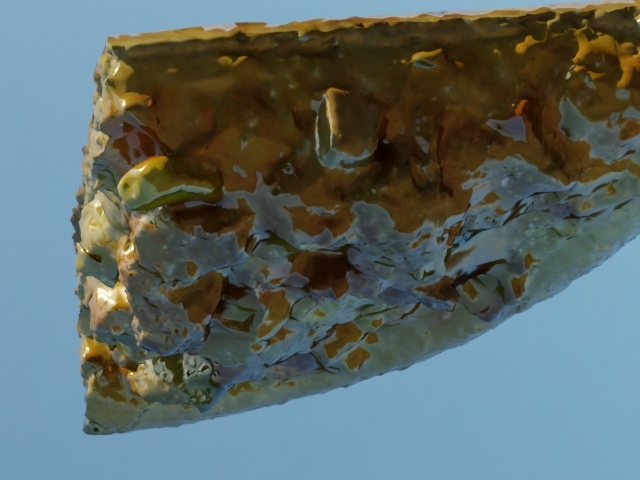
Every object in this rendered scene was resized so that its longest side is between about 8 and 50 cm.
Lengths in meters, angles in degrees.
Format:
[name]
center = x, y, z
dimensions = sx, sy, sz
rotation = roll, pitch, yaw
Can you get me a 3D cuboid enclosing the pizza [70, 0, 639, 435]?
[pizza]
center = 0.030, 0.001, 0.828
dimensions = 0.268, 0.258, 0.087
rotation = -7, -116, -11
